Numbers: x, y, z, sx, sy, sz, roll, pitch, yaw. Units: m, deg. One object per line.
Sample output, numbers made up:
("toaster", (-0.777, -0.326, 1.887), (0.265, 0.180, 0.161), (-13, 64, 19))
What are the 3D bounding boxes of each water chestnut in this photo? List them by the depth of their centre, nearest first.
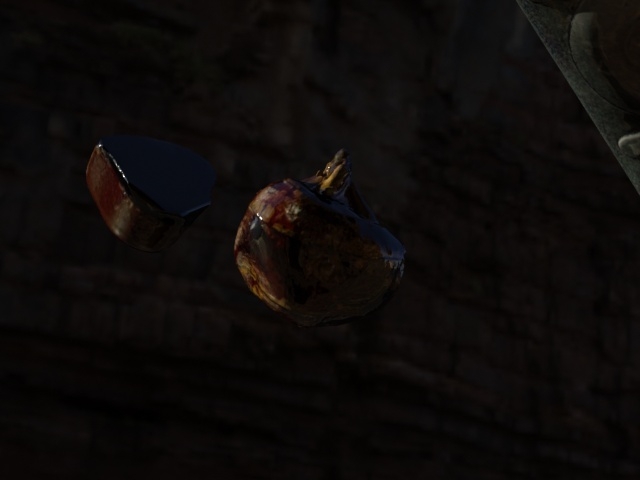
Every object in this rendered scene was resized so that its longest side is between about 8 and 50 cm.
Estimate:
("water chestnut", (0.000, 0.000, 1.790), (0.224, 0.238, 0.223), (27, 8, -4))

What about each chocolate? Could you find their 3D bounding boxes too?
("chocolate", (-0.179, -0.041, 1.393), (0.125, 0.148, 0.080), (24, -63, -10))

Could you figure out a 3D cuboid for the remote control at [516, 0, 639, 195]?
("remote control", (0.109, -0.159, 0.603), (0.107, 0.044, 0.377), (-19, -59, 34))
